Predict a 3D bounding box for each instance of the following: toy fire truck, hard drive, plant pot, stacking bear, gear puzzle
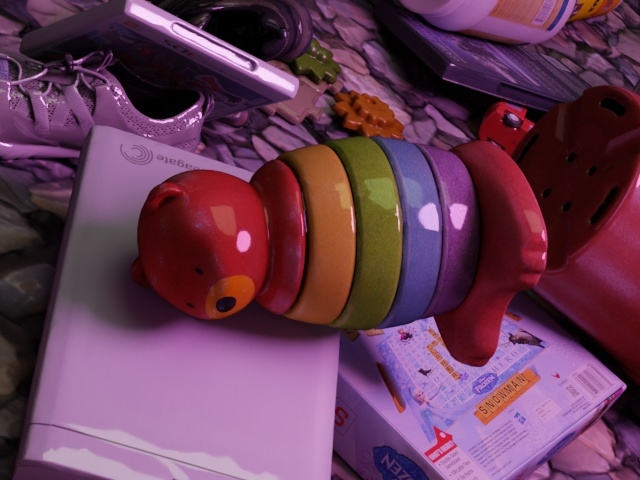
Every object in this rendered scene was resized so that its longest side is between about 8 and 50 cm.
[{"bbox_3d":[0.277,-0.110,2.165,0.192,0.047,0.135,33,30,-2],"label":"toy fire truck"},{"bbox_3d":[-0.098,0.073,1.474,0.233,0.047,0.353,18,43,-13],"label":"hard drive"},{"bbox_3d":[0.319,0.001,1.783,0.265,0.272,0.272,32,29,-28],"label":"plant pot"},{"bbox_3d":[0.000,0.000,1.456,0.289,0.175,0.164,-1,53,-21],"label":"stacking bear"},{"bbox_3d":[-0.052,-0.201,1.976,0.339,0.044,0.175,34,31,-1],"label":"gear puzzle"}]

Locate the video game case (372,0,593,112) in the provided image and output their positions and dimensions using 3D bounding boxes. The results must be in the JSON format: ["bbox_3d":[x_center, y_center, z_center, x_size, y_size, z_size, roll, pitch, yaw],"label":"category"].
[{"bbox_3d":[0.215,-0.203,2.208,0.274,0.026,0.196,13,22,-30],"label":"video game case"}]

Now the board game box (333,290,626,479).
[{"bbox_3d":[0.080,0.089,1.681,0.318,0.066,0.318,44,33,15],"label":"board game box"}]

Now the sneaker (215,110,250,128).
[{"bbox_3d":[-0.123,-0.157,1.854,0.158,0.061,0.065,48,-4,39],"label":"sneaker"}]

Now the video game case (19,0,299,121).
[{"bbox_3d":[-0.147,-0.156,1.686,0.183,0.201,0.023,25,72,-31],"label":"video game case"}]

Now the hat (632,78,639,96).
[{"bbox_3d":[0.442,-0.072,2.151,0.331,0.134,0.331,5,80,-26],"label":"hat"}]

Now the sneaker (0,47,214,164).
[{"bbox_3d":[-0.225,-0.133,1.645,0.281,0.115,0.105,14,37,-31],"label":"sneaker"}]

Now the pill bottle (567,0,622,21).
[{"bbox_3d":[0.332,-0.348,2.477,0.117,0.117,0.215,46,33,18],"label":"pill bottle"}]

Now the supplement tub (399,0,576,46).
[{"bbox_3d":[0.193,-0.311,2.206,0.199,0.144,0.144,6,41,-46],"label":"supplement tub"}]

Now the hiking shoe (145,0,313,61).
[{"bbox_3d":[-0.127,-0.195,1.752,0.114,0.227,0.086,-26,108,-75],"label":"hiking shoe"}]
